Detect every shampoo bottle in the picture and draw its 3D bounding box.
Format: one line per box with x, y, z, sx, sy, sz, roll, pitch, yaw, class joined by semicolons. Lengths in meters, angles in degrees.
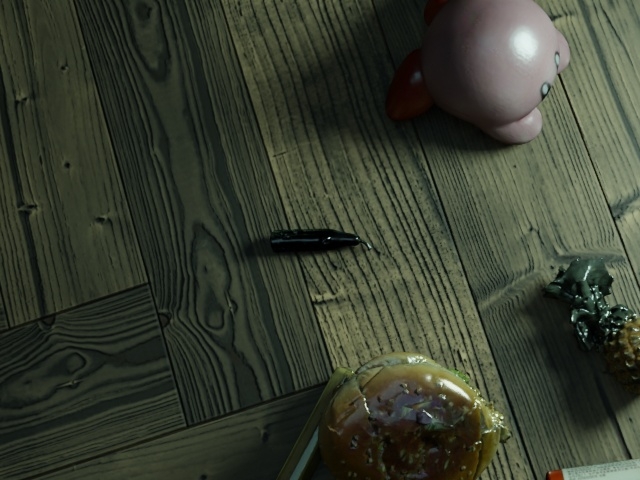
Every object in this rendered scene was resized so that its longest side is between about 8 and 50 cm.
0.399;0.384;1.812;0.278;0.104;0.104;-9;76;7;shampoo bottle

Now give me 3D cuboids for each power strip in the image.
-0.019;0.325;1.910;0.044;0.064;0.305;26;82;16;power strip

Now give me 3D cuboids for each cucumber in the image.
0.000;0.000;1.999;0.163;0.039;0.043;-3;97;10;cucumber

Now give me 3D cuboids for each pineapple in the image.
0.441;0.126;1.872;0.119;0.111;0.237;-32;66;-31;pineapple

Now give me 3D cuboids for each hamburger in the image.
0.135;0.294;1.841;0.286;0.146;0.243;1;97;-8;hamburger

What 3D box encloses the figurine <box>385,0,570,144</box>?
0.251;-0.295;1.940;0.261;0.211;0.269;24;82;13;figurine
